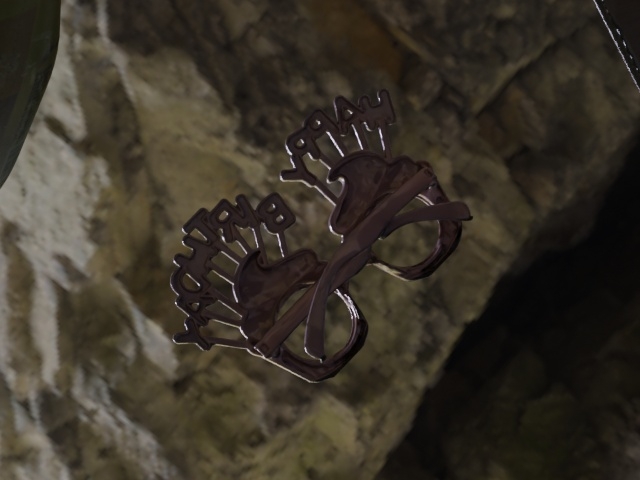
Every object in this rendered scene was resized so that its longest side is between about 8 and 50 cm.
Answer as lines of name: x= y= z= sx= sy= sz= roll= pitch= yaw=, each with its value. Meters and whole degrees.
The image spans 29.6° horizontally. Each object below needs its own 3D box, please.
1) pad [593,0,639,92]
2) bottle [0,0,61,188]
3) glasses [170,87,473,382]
pad: x=0.283 y=-0.144 z=0.869 sx=0.018 sy=0.284 sz=0.286 roll=-30 pitch=-7 yaw=41
bottle: x=-0.173 y=-0.118 z=0.626 sx=0.270 sy=0.083 sz=0.083 roll=-58 pitch=-3 yaw=38
glasses: x=-0.005 y=-0.003 z=0.909 sx=0.255 sy=0.162 sz=0.095 roll=-45 pitch=-10 yaw=-11
